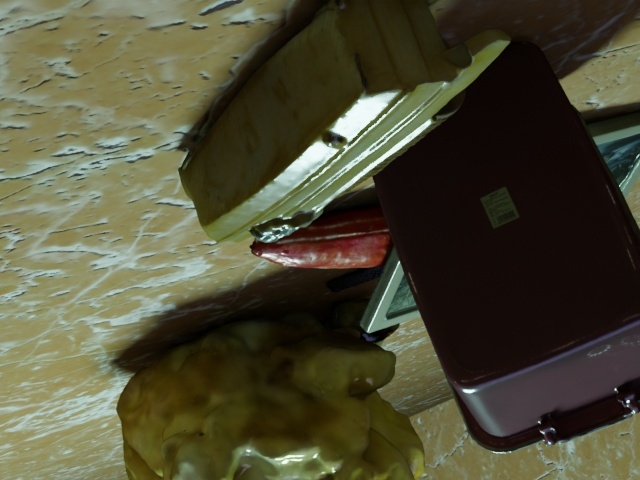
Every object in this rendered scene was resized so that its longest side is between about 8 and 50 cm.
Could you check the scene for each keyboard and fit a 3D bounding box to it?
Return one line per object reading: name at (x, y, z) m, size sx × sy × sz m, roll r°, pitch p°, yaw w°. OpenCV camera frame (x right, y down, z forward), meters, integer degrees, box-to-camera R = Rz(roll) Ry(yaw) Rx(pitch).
keyboard at (0.083, 0.032, 1.450) m, size 0.155 × 0.010 × 0.053 m, roll -22°, pitch 164°, yaw 6°

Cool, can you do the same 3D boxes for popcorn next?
popcorn at (-0.065, 0.274, 1.472) m, size 0.344 × 0.354 × 0.390 m, roll -20°, pitch 170°, yaw -34°

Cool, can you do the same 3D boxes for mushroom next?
mushroom at (0.027, 0.154, 1.680) m, size 0.100 × 0.081 × 0.312 m, roll 3°, pitch 160°, yaw -15°

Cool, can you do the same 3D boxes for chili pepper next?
chili pepper at (0.003, 0.001, 1.137) m, size 0.169 × 0.064 × 0.088 m, roll -5°, pitch 159°, yaw -35°

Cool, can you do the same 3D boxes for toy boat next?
toy boat at (0.010, -0.080, 0.786) m, size 0.115 × 0.089 × 0.310 m, roll -13°, pitch 164°, yaw -35°

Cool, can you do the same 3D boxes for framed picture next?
framed picture at (0.204, -0.022, 1.211) m, size 0.324 × 0.020 × 0.240 m, roll -15°, pitch 145°, yaw -32°

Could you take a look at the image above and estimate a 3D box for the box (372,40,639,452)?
box at (0.152, 0.001, 0.913) m, size 0.193 × 0.294 × 0.167 m, roll -23°, pitch 154°, yaw 8°
